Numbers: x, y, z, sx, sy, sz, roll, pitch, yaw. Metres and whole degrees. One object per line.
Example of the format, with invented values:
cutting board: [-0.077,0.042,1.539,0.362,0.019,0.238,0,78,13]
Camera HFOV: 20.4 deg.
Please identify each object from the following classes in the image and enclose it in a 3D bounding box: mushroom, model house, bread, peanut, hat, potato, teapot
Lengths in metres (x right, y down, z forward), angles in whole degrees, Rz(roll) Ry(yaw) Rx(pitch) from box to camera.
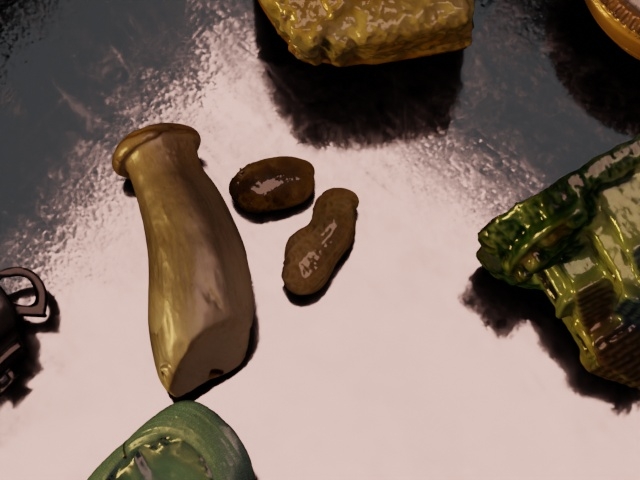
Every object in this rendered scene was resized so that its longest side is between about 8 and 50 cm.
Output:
mushroom: [-0.118,0.013,1.624,0.096,0.108,0.247,-3,74,-42]
model house: [0.265,0.032,1.553,0.195,0.214,0.189,-29,78,-9]
bread: [0.018,-0.240,1.639,0.262,0.204,0.163,37,91,5]
peanut: [0.000,0.000,1.648,0.054,0.054,0.113,28,75,7]
hat: [-0.132,0.232,1.581,0.191,0.078,0.138,-46,71,9]
potato: [-0.045,-0.053,1.665,0.083,0.040,0.051,-14,81,-1]
teapot: [-0.315,0.099,1.610,0.177,0.087,0.096,-44,84,-9]

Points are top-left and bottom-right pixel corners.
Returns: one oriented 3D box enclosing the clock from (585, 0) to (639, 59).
clock: [0.388,-0.289,1.650,0.317,0.200,0.244,-35,74,1]
